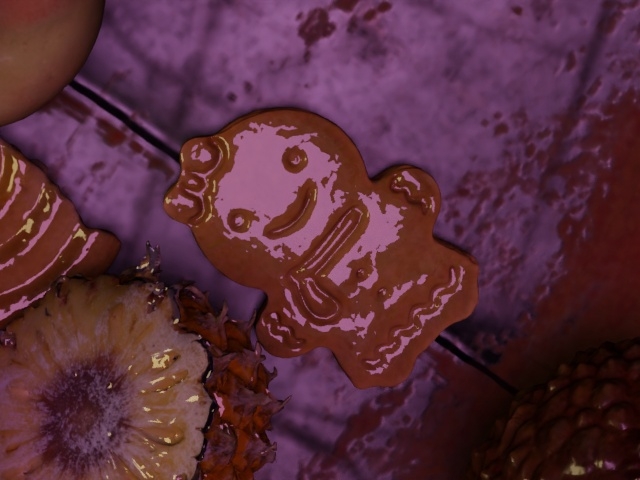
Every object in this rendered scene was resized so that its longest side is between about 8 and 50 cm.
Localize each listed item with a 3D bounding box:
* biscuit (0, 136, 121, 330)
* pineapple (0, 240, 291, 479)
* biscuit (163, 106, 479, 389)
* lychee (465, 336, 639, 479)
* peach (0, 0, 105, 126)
[{"bbox_3d":[-0.232,-0.017,1.032,0.224,0.033,0.144,40,92,-12],"label":"biscuit"},{"bbox_3d":[-0.086,0.103,1.040,0.161,0.137,0.176,42,100,30],"label":"pineapple"},{"bbox_3d":[0.006,-0.001,1.072,0.133,0.027,0.184,-35,103,1],"label":"biscuit"},{"bbox_3d":[0.174,0.146,1.054,0.188,0.188,0.188,-1,100,-8],"label":"lychee"},{"bbox_3d":[-0.221,-0.151,0.933,0.232,0.232,0.232,-1,100,-8],"label":"peach"}]
